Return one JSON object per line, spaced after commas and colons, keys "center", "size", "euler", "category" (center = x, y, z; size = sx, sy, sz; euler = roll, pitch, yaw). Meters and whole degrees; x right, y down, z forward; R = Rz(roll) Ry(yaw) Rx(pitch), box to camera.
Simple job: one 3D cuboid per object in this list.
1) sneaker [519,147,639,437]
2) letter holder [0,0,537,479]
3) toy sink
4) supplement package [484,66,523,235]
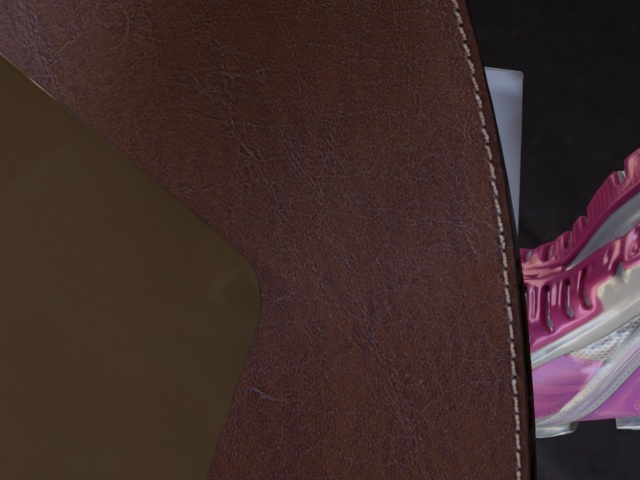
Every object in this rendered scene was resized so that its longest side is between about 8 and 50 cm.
{"center": [0.129, 0.052, 0.952], "size": [0.111, 0.252, 0.103], "euler": [39, 41, -22], "category": "sneaker"}
{"center": [-0.021, 0.047, 0.779], "size": [0.214, 0.152, 0.301], "euler": [-7, 80, 10], "category": "letter holder"}
{"center": [-0.153, 0.019, 0.566], "size": [0.234, 0.131, 0.152], "euler": [40, 56, -36], "category": "toy sink"}
{"center": [0.000, 0.000, 1.323], "size": [0.199, 0.263, 0.198], "euler": [5, 81, -12], "category": "supplement package"}
